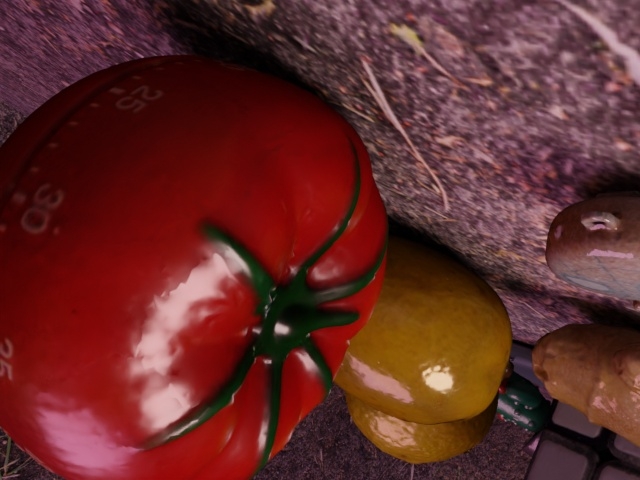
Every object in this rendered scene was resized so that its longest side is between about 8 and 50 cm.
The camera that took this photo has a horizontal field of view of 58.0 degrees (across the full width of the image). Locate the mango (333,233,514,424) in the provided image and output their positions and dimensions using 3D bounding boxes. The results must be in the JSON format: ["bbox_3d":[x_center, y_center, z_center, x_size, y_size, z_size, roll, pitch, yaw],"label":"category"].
[{"bbox_3d":[0.062,0.090,0.819,0.301,0.220,0.445,21,-177,-43],"label":"mango"}]

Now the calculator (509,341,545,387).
[{"bbox_3d":[0.444,0.258,1.142,0.186,0.041,0.299,33,170,-22],"label":"calculator"}]

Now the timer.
[{"bbox_3d":[-0.118,0.029,0.523,0.279,0.377,0.378,21,169,27],"label":"timer"}]

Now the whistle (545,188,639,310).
[{"bbox_3d":[0.236,0.021,0.412,0.220,0.057,0.107,30,159,-38],"label":"whistle"}]

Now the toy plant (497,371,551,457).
[{"bbox_3d":[0.562,0.454,1.471,0.400,0.185,0.279,44,-171,27],"label":"toy plant"}]

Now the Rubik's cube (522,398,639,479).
[{"bbox_3d":[0.525,0.427,0.804,0.359,0.363,0.362,29,169,-25],"label":"Rubik's cube"}]

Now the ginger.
[{"bbox_3d":[0.394,0.177,0.588,0.354,0.126,0.190,22,159,27],"label":"ginger"}]

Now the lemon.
[{"bbox_3d":[0.223,0.330,1.326,0.350,0.349,0.387,21,172,46],"label":"lemon"}]
